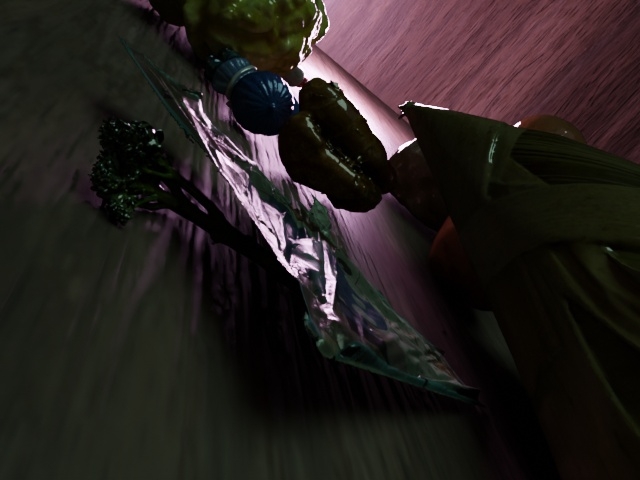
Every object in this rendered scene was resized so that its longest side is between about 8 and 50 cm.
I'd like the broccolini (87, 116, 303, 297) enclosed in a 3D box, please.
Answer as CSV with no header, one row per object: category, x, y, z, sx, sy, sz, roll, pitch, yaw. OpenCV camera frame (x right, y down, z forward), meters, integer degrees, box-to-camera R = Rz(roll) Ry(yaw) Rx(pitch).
broccolini,-0.056,-0.008,0.359,0.194,0.054,0.052,33,0,-31

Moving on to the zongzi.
zongzi,0.162,0.061,0.414,0.467,0.218,0.500,33,28,15

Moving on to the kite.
kite,0.000,0.000,0.414,0.406,0.014,0.368,45,9,-10

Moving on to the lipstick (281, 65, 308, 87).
lipstick,-0.071,-0.309,1.030,0.063,0.057,0.186,50,14,24

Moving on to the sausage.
sausage,0.241,-0.040,0.732,0.121,0.121,0.304,41,58,-1

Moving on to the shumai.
shumai,0.262,-0.012,0.933,0.346,0.217,0.283,10,66,-38

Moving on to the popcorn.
popcorn,-0.098,-0.320,0.772,0.255,0.195,0.256,24,43,-32

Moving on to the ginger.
ginger,0.023,-0.086,0.618,0.162,0.103,0.073,43,-20,-28

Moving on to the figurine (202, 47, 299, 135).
figurine,-0.079,-0.173,0.645,0.136,0.077,0.079,51,-20,21
